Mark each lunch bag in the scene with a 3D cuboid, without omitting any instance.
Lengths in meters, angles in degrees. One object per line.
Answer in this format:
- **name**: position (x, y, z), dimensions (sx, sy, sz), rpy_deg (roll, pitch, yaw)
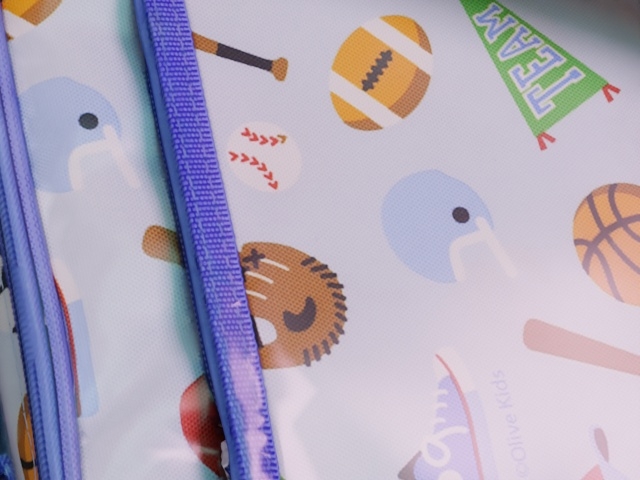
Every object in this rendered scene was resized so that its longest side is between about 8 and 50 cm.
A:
- **lunch bag**: position (0.000, 0.000, 0.503), dimensions (0.243, 0.115, 0.303), rpy_deg (-4, 67, -22)
